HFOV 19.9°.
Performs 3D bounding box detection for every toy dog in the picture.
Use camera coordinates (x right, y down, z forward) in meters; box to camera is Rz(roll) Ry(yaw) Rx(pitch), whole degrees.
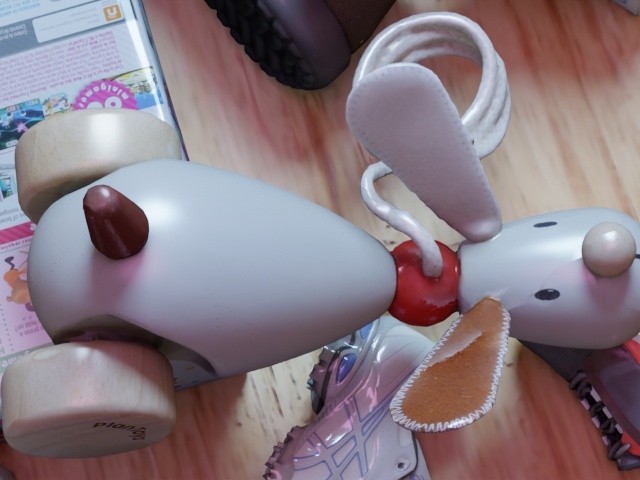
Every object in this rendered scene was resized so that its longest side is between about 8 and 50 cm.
[{"bbox_3d":[0.000,0.000,0.858,0.334,0.161,0.220,-22,77,-15],"label":"toy dog"}]

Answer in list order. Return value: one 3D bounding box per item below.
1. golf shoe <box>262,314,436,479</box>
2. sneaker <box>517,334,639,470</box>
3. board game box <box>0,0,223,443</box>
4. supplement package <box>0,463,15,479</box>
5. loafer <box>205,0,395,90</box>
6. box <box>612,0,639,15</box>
[{"bbox_3d":[0.015,0.123,0.963,0.086,0.069,0.176,27,79,2],"label":"golf shoe"},{"bbox_3d":[0.164,0.088,0.971,0.158,0.061,0.065,29,84,9],"label":"sneaker"},{"bbox_3d":[-0.188,-0.047,0.996,0.224,0.097,0.303,-16,75,-3],"label":"board game box"},{"bbox_3d":[-0.200,0.166,0.897,0.105,0.179,0.105,-21,75,-4],"label":"supplement package"},{"bbox_3d":[-0.068,-0.260,1.025,0.130,0.134,0.366,-36,95,-13],"label":"loafer"},{"bbox_3d":[0.120,-0.312,1.078,0.322,0.058,0.232,35,79,9],"label":"box"}]
